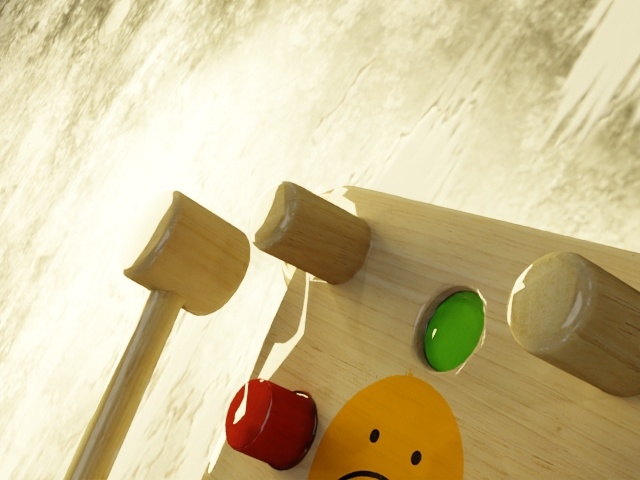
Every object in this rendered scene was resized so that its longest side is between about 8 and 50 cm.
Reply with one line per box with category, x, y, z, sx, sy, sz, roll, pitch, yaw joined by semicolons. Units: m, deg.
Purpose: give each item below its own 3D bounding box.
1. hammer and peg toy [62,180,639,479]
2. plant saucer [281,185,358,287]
hammer and peg toy;0.001;0.106;0.484;0.361;0.127;0.266;17;81;55
plant saucer;0.000;0.000;0.658;0.083;0.015;0.083;-31;45;36
